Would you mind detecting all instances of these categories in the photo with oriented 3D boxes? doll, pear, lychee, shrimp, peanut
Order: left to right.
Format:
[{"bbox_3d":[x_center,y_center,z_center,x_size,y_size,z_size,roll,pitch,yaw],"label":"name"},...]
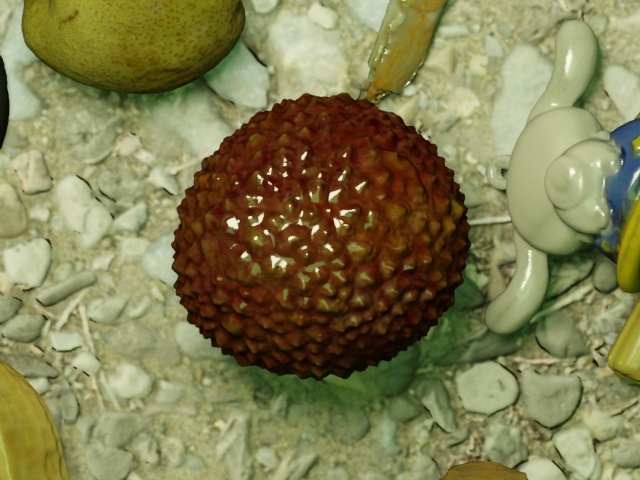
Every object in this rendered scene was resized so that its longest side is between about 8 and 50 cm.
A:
[{"bbox_3d":[-0.317,0.223,1.899,0.147,0.147,0.306,-15,99,-3],"label":"peanut"},{"bbox_3d":[-0.164,-0.246,1.798,0.211,0.188,0.228,-4,134,-22],"label":"pear"},{"bbox_3d":[0.000,0.000,1.828,0.275,0.304,0.276,-1,88,32],"label":"lychee"},{"bbox_3d":[0.043,-0.283,1.892,0.185,0.068,0.287,-28,111,3],"label":"shrimp"},{"bbox_3d":[0.264,-0.023,1.879,0.242,0.159,0.311,28,103,10],"label":"doll"}]

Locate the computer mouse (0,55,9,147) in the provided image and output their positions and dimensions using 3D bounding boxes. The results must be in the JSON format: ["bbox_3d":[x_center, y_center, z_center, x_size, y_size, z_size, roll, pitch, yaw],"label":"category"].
[{"bbox_3d":[-0.423,-0.115,1.836,0.269,0.100,0.170,-10,104,-10],"label":"computer mouse"}]

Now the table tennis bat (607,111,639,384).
[{"bbox_3d":[0.370,-0.008,1.973,0.198,0.050,0.321,22,94,-6],"label":"table tennis bat"}]

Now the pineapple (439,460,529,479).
[{"bbox_3d":[0.161,0.353,1.989,0.125,0.125,0.251,-3,110,-5],"label":"pineapple"}]
